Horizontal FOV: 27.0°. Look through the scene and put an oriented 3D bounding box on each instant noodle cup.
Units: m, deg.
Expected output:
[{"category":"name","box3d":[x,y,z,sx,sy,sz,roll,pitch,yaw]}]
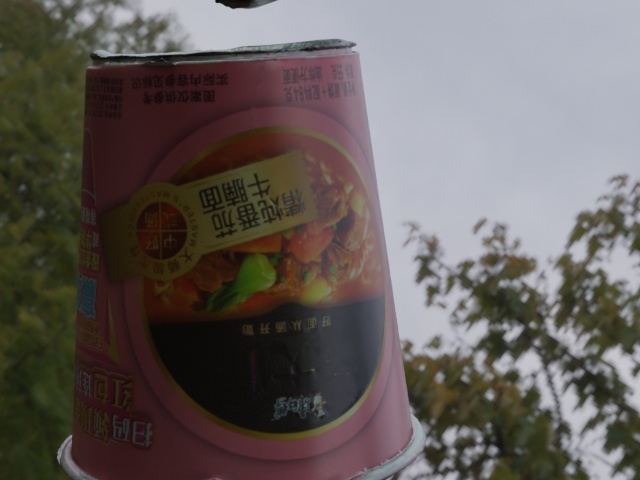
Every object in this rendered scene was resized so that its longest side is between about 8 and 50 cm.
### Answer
[{"category":"instant noodle cup","box3d":[-0.055,0.008,0.814,0.244,0.244,0.255,7,-76,43]}]

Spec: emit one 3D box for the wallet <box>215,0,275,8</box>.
[{"category":"wallet","box3d":[-0.020,-0.328,0.933,0.044,0.169,0.317,12,-68,18]}]
